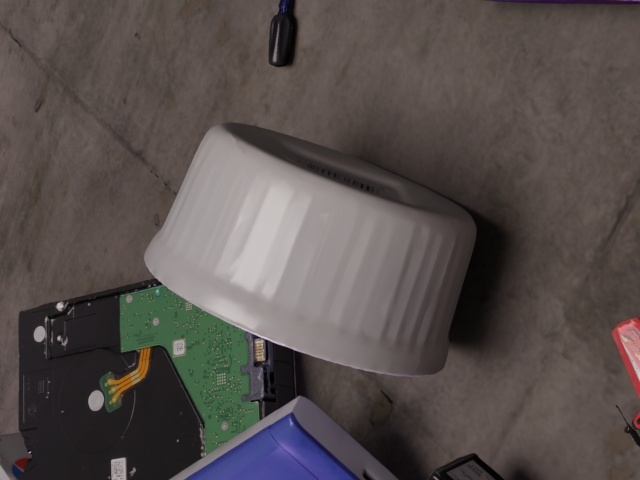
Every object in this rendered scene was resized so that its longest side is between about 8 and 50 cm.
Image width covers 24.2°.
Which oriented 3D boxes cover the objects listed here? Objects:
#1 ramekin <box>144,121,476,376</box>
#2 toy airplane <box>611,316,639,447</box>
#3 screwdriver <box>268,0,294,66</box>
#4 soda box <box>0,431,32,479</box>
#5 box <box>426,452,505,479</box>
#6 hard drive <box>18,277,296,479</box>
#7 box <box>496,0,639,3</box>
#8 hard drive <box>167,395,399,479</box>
[{"bbox_3d":[0.000,0.000,1.285,0.277,0.277,0.135,29,102,39],"label":"ramekin"},{"bbox_3d":[0.294,0.113,1.167,0.151,0.028,0.151,2,93,42],"label":"toy airplane"},{"bbox_3d":[-0.030,-0.256,1.481,0.024,0.025,0.169,8,88,44],"label":"screwdriver"},{"bbox_3d":[-0.326,0.318,1.725,0.216,0.074,0.069,45,120,33],"label":"soda box"},{"bbox_3d":[0.165,0.366,1.226,0.307,0.076,0.242,40,117,23],"label":"box"},{"bbox_3d":[-0.174,0.161,1.538,0.339,0.064,0.236,-15,72,34],"label":"hard drive"},{"bbox_3d":[0.203,-0.338,1.198,0.201,0.057,0.293,12,104,47],"label":"box"},{"bbox_3d":[-0.050,0.287,1.405,0.210,0.040,0.319,43,129,-13],"label":"hard drive"}]
